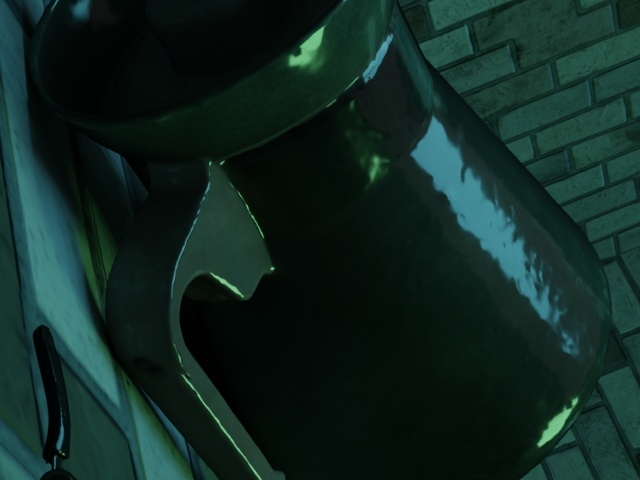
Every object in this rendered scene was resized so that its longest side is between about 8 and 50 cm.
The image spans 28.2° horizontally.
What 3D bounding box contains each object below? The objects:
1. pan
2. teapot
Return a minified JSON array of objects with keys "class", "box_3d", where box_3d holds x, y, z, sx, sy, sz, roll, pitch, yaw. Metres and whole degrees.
[{"class":"pan","box_3d":[-0.079,0.080,0.372,0.068,0.023,0.115,61,10,-63]},{"class":"teapot","box_3d":[0.000,0.000,0.716,0.344,0.253,0.300,57,41,-39]}]
